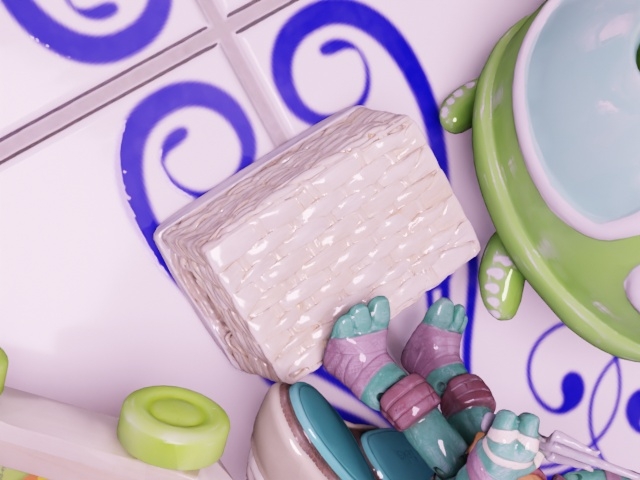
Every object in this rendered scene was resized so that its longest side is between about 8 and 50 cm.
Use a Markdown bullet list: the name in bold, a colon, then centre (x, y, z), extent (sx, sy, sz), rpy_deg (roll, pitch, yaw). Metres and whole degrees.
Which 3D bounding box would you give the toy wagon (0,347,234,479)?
- **toy wagon**: centre (-0.200, 0.179, 0.597), extent (0.344, 0.068, 0.267), rpy_deg (16, 108, 0)

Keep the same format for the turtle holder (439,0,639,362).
- **turtle holder**: centre (0.236, -0.090, 0.680), extent (0.243, 0.227, 0.320), rpy_deg (30, 57, -12)

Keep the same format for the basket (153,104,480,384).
- **basket**: centre (0.000, 0.000, 0.680), extent (0.167, 0.103, 0.113), rpy_deg (-34, 105, -16)

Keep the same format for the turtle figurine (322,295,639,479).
- **turtle figurine**: centre (0.107, 0.127, 0.589), extent (0.118, 0.234, 0.175), rpy_deg (-48, 146, 8)

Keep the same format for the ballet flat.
- **ballet flat**: centre (0.004, 0.145, 0.649), extent (0.086, 0.086, 0.248), rpy_deg (-62, 152, -7)
